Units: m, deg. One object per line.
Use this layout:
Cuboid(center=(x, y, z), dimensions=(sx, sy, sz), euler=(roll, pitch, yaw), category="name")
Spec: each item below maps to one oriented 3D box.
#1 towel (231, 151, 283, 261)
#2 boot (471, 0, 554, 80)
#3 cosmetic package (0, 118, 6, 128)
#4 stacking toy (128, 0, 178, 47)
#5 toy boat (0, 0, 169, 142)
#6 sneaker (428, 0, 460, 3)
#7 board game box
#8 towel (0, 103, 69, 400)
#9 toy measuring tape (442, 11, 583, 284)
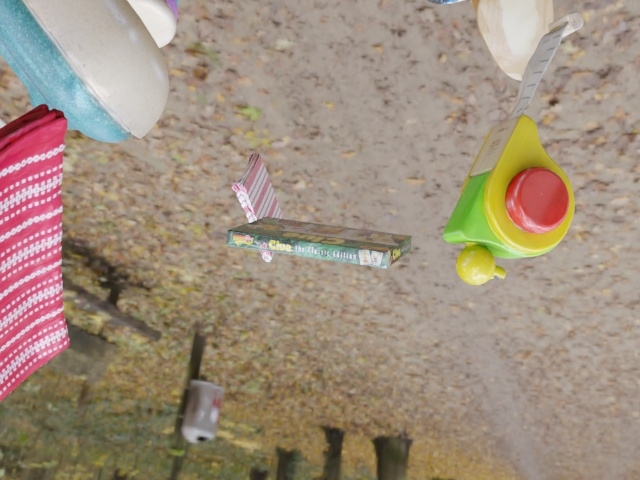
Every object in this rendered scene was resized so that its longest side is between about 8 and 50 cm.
Cuboid(center=(-0.127, -0.072, 1.586), dimensions=(0.029, 0.144, 0.197), euler=(-7, 122, 18), category="towel")
Cuboid(center=(0.271, -0.377, 1.095), dimensions=(0.104, 0.295, 0.211), euler=(-16, -175, 18), category="boot")
Cuboid(center=(-0.492, -0.116, 0.924), dimensions=(0.197, 0.155, 0.365), euler=(31, 168, 1), category="cosmetic package")
Cuboid(center=(-0.343, -0.553, 1.542), dimensions=(0.141, 0.330, 0.141), euler=(3, 146, 2), category="stacking toy")
Cuboid(center=(-0.250, -0.202, 0.567), dimensions=(0.148, 0.267, 0.318), euler=(-36, 168, -3), category="toy boat")
Cuboid(center=(0.195, -0.358, 0.899), dimensions=(0.071, 0.082, 0.191), euler=(-13, 169, -45), category="sneaker")
Cuboid(center=(0.000, 0.000, 1.163), dimensions=(0.260, 0.030, 0.136), euler=(8, -164, 21), category="board game box")
Cuboid(center=(-0.255, 0.050, 0.541), dimensions=(0.031, 0.199, 0.274), euler=(28, 133, 12), category="towel")
Cuboid(center=(0.241, -0.090, 0.823), dimensions=(0.121, 0.330, 0.121), euler=(27, 166, 7), category="toy measuring tape")
